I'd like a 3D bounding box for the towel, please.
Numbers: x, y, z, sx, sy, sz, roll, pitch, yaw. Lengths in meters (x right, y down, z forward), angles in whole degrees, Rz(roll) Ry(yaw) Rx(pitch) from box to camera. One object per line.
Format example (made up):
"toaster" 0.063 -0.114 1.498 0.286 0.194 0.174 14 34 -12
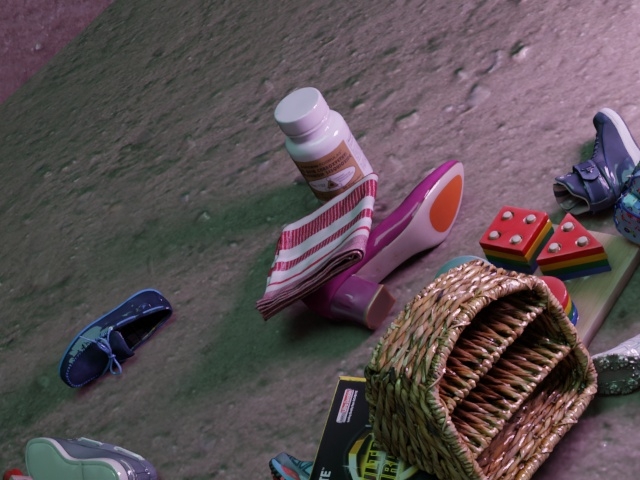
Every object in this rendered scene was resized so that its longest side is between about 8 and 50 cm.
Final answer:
"towel" 0.000 0.000 2.091 0.237 0.037 0.329 -33 19 22

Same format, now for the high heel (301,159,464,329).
"high heel" 0.113 -0.015 2.057 0.181 0.127 0.377 19 61 39

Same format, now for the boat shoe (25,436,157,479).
"boat shoe" -0.418 0.413 2.015 0.319 0.116 0.099 0 4 44

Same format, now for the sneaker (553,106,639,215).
"sneaker" 0.475 -0.137 1.973 0.163 0.086 0.226 -23 39 9

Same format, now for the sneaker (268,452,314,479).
"sneaker" 0.034 0.387 1.714 0.261 0.104 0.125 25 53 40

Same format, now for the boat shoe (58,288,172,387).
"boat shoe" -0.406 0.193 2.218 0.258 0.109 0.089 -47 43 -15

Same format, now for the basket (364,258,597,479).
"basket" 0.233 0.178 1.563 0.223 0.214 0.299 23 45 35

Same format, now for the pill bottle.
"pill bottle" 0.004 -0.188 2.245 0.131 0.229 0.131 -20 39 17

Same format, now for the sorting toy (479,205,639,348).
"sorting toy" 0.354 0.057 1.840 0.255 0.089 0.257 13 56 43

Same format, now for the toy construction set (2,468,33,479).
"toy construction set" -0.569 0.548 1.910 0.308 0.237 0.257 17 26 25

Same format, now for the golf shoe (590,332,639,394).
"golf shoe" 0.467 0.175 1.667 0.176 0.069 0.086 -16 17 19

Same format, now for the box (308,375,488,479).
"box" 0.119 0.339 1.609 0.257 0.079 0.322 5 38 13

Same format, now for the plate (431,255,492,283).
"plate" 0.233 0.118 1.812 0.188 0.024 0.188 0 91 51

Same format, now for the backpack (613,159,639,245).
"backpack" 0.544 -0.064 1.742 0.158 0.173 0.117 37 73 18
